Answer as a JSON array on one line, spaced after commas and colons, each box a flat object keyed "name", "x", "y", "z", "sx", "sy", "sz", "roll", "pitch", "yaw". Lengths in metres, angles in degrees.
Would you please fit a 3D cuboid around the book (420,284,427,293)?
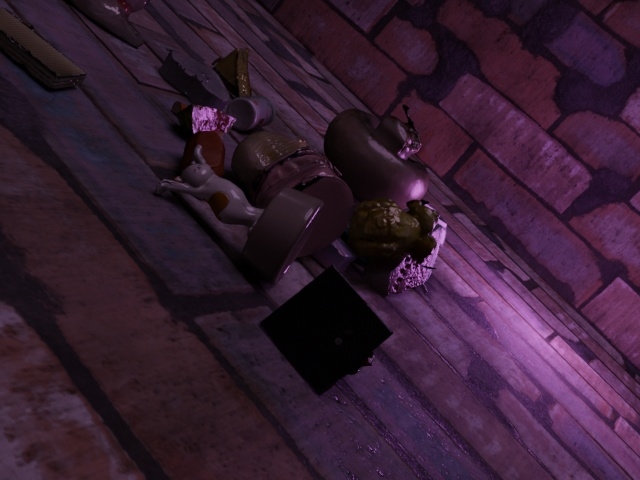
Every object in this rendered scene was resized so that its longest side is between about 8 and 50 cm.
[{"name": "book", "x": 0.218, "y": 0.044, "z": 1.991, "sx": 0.182, "sy": 0.014, "sz": 0.127, "roll": 56, "pitch": 6, "yaw": -26}]

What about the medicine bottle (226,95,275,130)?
[{"name": "medicine bottle", "x": -0.184, "y": -0.342, "z": 2.052, "sx": 0.086, "sy": 0.086, "sz": 0.183, "roll": 42, "pitch": 18, "yaw": 2}]

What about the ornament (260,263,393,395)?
[{"name": "ornament", "x": 0.027, "y": 0.172, "z": 1.291, "sx": 0.166, "sy": 0.153, "sz": 0.196, "roll": 49, "pitch": -5, "yaw": 20}]

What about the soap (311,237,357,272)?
[{"name": "soap", "x": 0.000, "y": 0.000, "z": 1.668, "sx": 0.149, "sy": 0.056, "sz": 0.100, "roll": 48, "pitch": 15, "yaw": 18}]

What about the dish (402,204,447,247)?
[{"name": "dish", "x": 0.336, "y": -0.079, "z": 2.551, "sx": 0.212, "sy": 0.077, "sz": 0.151, "roll": 27, "pitch": 22, "yaw": -39}]

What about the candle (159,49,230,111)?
[{"name": "candle", "x": -0.311, "y": -0.405, "z": 1.961, "sx": 0.192, "sy": 0.068, "sz": 0.168, "roll": 42, "pitch": 20, "yaw": -4}]

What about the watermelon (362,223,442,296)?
[{"name": "watermelon", "x": 0.188, "y": 0.056, "z": 1.821, "sx": 0.094, "sy": 0.154, "sz": 0.241, "roll": 18, "pitch": 30, "yaw": 32}]

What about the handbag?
[{"name": "handbag", "x": -0.039, "y": -0.077, "z": 1.550, "sx": 0.116, "sy": 0.205, "sz": 0.179, "roll": 45, "pitch": -16, "yaw": 48}]

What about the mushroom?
[{"name": "mushroom", "x": 0.188, "y": -0.265, "z": 2.312, "sx": 0.362, "sy": 0.294, "sz": 0.362, "roll": 39, "pitch": 18, "yaw": -15}]

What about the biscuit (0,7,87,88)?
[{"name": "biscuit", "x": -0.534, "y": -0.353, "z": 1.404, "sx": 0.199, "sy": 0.040, "sz": 0.121, "roll": 39, "pitch": 20, "yaw": -2}]

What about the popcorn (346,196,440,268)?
[{"name": "popcorn", "x": 0.156, "y": -0.016, "z": 1.715, "sx": 0.195, "sy": 0.168, "sz": 0.173, "roll": 3, "pitch": 63, "yaw": -21}]

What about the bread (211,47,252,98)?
[{"name": "bread", "x": -0.246, "y": -0.488, "z": 2.268, "sx": 0.152, "sy": 0.127, "sz": 0.147, "roll": 57, "pitch": 15, "yaw": -10}]

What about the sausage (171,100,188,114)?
[{"name": "sausage", "x": -0.296, "y": -0.290, "z": 1.781, "sx": 0.107, "sy": 0.031, "sz": 0.031, "roll": 20, "pitch": 27, "yaw": -53}]

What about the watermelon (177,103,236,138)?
[{"name": "watermelon", "x": -0.259, "y": -0.246, "z": 1.697, "sx": 0.163, "sy": 0.087, "sz": 0.069, "roll": 6, "pitch": 70, "yaw": -60}]

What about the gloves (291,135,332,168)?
[{"name": "gloves", "x": -0.023, "y": -0.214, "z": 2.119, "sx": 0.153, "sy": 0.070, "sz": 0.114, "roll": 34, "pitch": 9, "yaw": -45}]

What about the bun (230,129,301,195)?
[{"name": "bun", "x": -0.111, "y": -0.146, "z": 1.678, "sx": 0.178, "sy": 0.128, "sz": 0.193, "roll": 43, "pitch": 28, "yaw": 5}]

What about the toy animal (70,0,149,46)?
[{"name": "toy animal", "x": -0.556, "y": -0.671, "z": 1.913, "sx": 0.266, "sy": 0.188, "sz": 0.308, "roll": 13, "pitch": 35, "yaw": -41}]

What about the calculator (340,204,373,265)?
[{"name": "calculator", "x": 0.079, "y": -0.034, "z": 1.922, "sx": 0.248, "sy": 0.058, "sz": 0.274, "roll": 27, "pitch": 21, "yaw": -42}]

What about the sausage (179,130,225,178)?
[{"name": "sausage", "x": -0.230, "y": -0.155, "z": 1.506, "sx": 0.089, "sy": 0.089, "sz": 0.179, "roll": 32, "pitch": 29, "yaw": -28}]

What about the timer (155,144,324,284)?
[{"name": "timer", "x": -0.148, "y": -0.061, "z": 1.372, "sx": 0.266, "sy": 0.175, "sz": 0.175, "roll": 31, "pitch": 17, "yaw": 3}]
